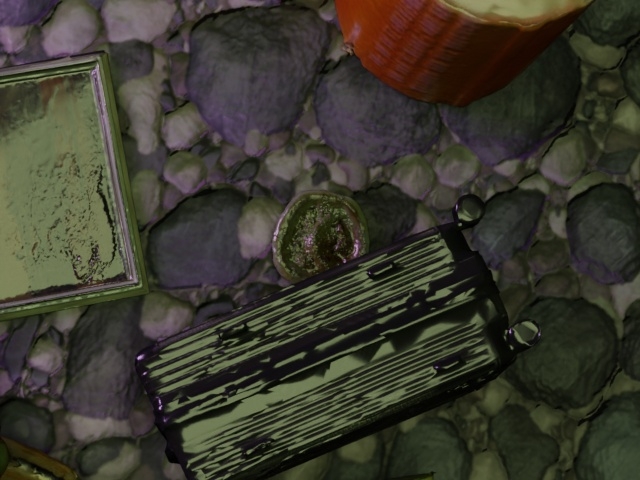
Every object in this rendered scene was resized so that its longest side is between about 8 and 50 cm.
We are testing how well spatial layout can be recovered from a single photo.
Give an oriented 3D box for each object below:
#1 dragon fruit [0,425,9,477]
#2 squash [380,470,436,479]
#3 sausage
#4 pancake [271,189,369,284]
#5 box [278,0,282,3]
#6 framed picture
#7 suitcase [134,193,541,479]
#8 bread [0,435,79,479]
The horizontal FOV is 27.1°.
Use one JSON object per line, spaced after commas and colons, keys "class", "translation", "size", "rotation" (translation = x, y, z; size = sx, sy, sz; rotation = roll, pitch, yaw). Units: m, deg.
{"class": "dragon fruit", "translation": [-0.419, 0.181, 1.156], "size": [0.303, 0.237, 0.231], "rotation": [-12, 63, 15]}
{"class": "squash", "translation": [0.058, 0.315, 1.252], "size": [0.123, 0.123, 0.186], "rotation": [-3, 83, -7]}
{"class": "sausage", "translation": [0.143, -0.270, 1.248], "size": [0.233, 0.287, 0.233], "rotation": [1, 83, -7]}
{"class": "pancake", "translation": [0.000, -0.001, 1.335], "size": [0.108, 0.017, 0.108], "rotation": [1, 85, -10]}
{"class": "box", "translation": [-0.050, -0.291, 1.361], "size": [0.053, 0.024, 0.083], "rotation": [-42, 88, -10]}
{"class": "framed picture", "translation": [-0.286, -0.052, 1.310], "size": [0.197, 0.014, 0.252], "rotation": [-11, 84, -7]}
{"class": "suitcase", "translation": [0.007, 0.109, 1.216], "size": [0.335, 0.229, 0.152], "rotation": [-22, 78, -8]}
{"class": "bread", "translation": [-0.280, 0.228, 1.258], "size": [0.106, 0.053, 0.072], "rotation": [26, 104, 0]}
